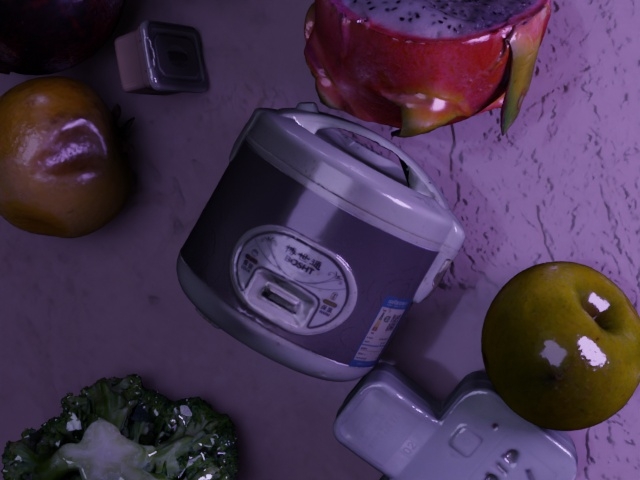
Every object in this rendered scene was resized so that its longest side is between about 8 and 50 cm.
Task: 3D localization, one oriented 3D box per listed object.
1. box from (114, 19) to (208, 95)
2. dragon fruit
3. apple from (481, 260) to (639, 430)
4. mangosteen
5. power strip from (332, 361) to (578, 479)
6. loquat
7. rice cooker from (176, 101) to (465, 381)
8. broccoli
[{"bbox_3d":[-0.203,-0.226,1.844,0.062,0.122,0.089,-12,87,31],"label":"box"},{"bbox_3d":[0.113,-0.230,1.674,0.290,0.290,0.189,22,132,17],"label":"dragon fruit"},{"bbox_3d":[0.272,0.121,1.648,0.196,0.196,0.157,43,126,13],"label":"apple"},{"bbox_3d":[-0.377,-0.353,1.810,0.297,0.297,0.293,25,101,17],"label":"mangosteen"},{"bbox_3d":[0.143,0.255,1.741,0.261,0.141,0.229,38,102,0],"label":"power strip"},{"bbox_3d":[-0.333,-0.106,1.844,0.213,0.213,0.213,0,90,18],"label":"loquat"},{"bbox_3d":[0.001,-0.002,1.695,0.288,0.288,0.277,34,100,15],"label":"rice cooker"},{"bbox_3d":[-0.248,0.286,1.800,0.294,0.245,0.265,5,72,-5],"label":"broccoli"}]
